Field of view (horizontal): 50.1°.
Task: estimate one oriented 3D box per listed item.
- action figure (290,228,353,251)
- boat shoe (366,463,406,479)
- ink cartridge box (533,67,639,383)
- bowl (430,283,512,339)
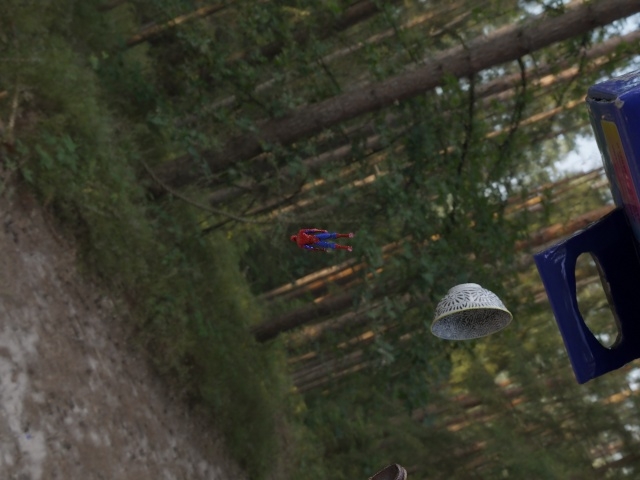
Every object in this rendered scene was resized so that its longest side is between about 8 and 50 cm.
[{"bbox_3d":[0.000,0.000,1.167,0.030,0.115,0.038,0,94,-65],"label":"action figure"},{"bbox_3d":[0.121,0.623,1.668,0.073,0.207,0.073,46,-6,-32],"label":"boat shoe"},{"bbox_3d":[0.345,-0.014,0.429,0.270,0.396,0.151,69,20,-8],"label":"ink cartridge box"},{"bbox_3d":[0.310,0.142,1.442,0.170,0.170,0.080,59,22,-57],"label":"bowl"}]
